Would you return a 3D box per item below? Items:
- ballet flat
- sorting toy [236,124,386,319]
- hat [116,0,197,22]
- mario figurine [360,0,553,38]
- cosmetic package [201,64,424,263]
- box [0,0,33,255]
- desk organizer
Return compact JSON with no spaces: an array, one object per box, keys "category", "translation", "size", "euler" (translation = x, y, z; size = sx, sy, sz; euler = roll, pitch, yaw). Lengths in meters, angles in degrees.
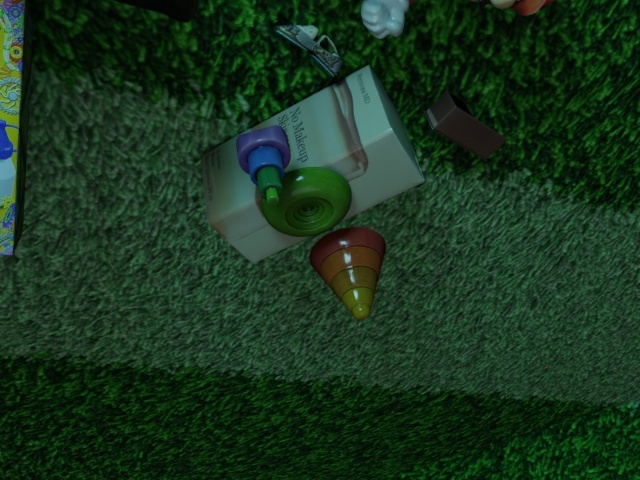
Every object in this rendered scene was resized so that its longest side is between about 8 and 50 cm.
[{"category":"ballet flat","translation":[-0.011,-0.266,0.939],"size":[0.041,0.041,0.114],"euler":[-36,135,26]},{"category":"sorting toy","translation":[0.000,0.000,0.949],"size":[0.127,0.126,0.365],"euler":[-23,140,13]},{"category":"hat","translation":[-0.261,-0.334,0.676],"size":[0.331,0.331,0.134],"euler":[16,92,-30]},{"category":"mario figurine","translation":[0.144,-0.321,0.792],"size":[0.320,0.198,0.170],"euler":[6,95,-11]},{"category":"cosmetic package","translation":[-0.018,-0.108,1.031],"size":[0.296,0.153,0.129],"euler":[-26,139,14]},{"category":"box","translation":[-0.474,-0.139,0.750],"size":[0.290,0.177,0.279],"euler":[3,97,-20]},{"category":"desk organizer","translation":[0.229,-0.179,1.091],"size":[0.130,0.047,0.050],"euler":[22,127,-34]}]
